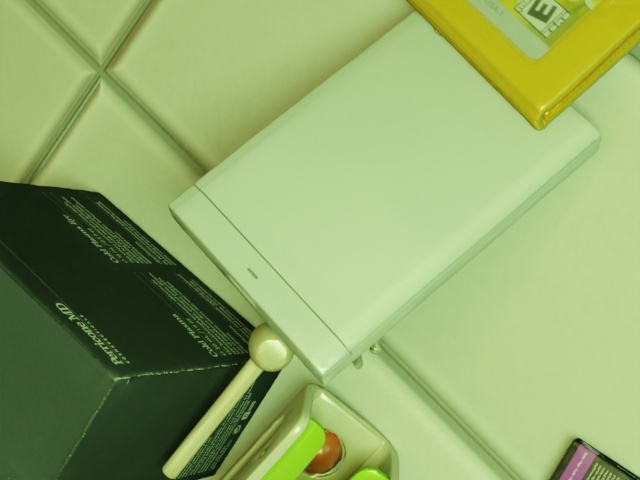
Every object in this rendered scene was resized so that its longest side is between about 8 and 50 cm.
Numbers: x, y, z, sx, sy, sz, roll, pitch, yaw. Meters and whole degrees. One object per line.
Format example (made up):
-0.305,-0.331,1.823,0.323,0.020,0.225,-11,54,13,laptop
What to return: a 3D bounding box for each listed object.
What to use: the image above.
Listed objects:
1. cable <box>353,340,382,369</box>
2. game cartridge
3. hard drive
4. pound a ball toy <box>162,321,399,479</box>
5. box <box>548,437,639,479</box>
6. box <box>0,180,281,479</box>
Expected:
0.000,0.000,1.169,0.139,0.072,0.287,-20,65,42,cable
0.208,-0.312,1.039,0.285,0.052,0.324,-43,69,5,game cartridge
0.061,-0.061,1.038,0.353,0.047,0.233,-39,68,-12,hard drive
-0.069,0.246,1.110,0.208,0.136,0.319,39,103,-7,pound a ball toy
0.280,0.278,1.006,0.162,0.029,0.116,34,102,26,box
-0.269,0.098,1.139,0.343,0.312,0.179,39,104,24,box
